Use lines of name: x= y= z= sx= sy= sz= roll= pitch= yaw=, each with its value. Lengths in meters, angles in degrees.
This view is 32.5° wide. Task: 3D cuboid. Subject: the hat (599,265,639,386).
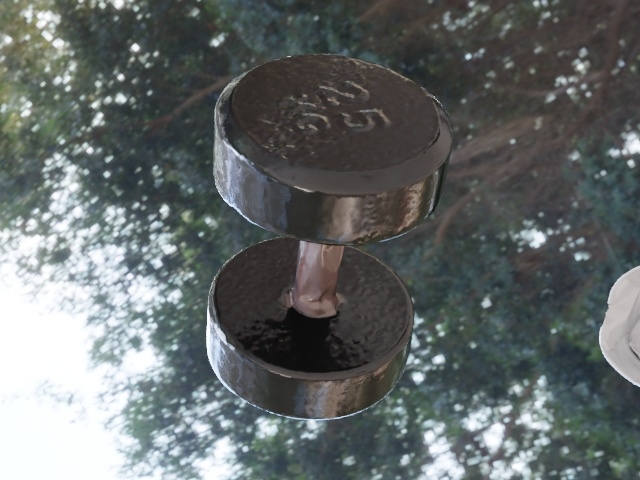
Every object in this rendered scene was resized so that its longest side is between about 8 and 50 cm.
hat: x=0.482 y=0.118 z=1.481 sx=0.126 sy=0.203 sz=0.203 roll=24 pitch=-133 yaw=-71

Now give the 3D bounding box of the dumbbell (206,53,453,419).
dumbbell: x=0.000 y=0.000 z=0.752 sx=0.153 sy=0.218 sz=0.152 roll=4 pitch=-140 yaw=-3
